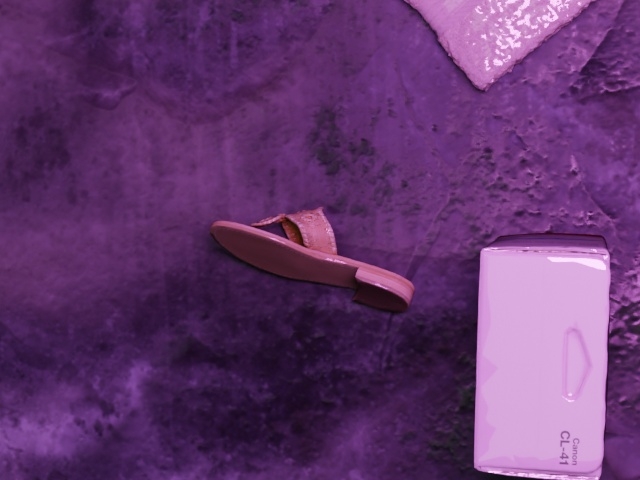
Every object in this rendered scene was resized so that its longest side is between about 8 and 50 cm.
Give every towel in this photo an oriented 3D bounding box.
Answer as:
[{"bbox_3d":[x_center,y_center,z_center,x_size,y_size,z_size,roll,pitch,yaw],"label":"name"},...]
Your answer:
[{"bbox_3d":[0.228,-0.318,1.851,0.282,0.049,0.187,-40,84,10],"label":"towel"}]

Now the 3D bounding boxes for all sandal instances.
[{"bbox_3d":[-0.001,0.003,1.907,0.240,0.088,0.079,21,65,3],"label":"sandal"}]

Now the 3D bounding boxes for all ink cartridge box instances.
[{"bbox_3d":[0.233,0.109,1.735,0.131,0.306,0.226,2,92,11],"label":"ink cartridge box"}]
